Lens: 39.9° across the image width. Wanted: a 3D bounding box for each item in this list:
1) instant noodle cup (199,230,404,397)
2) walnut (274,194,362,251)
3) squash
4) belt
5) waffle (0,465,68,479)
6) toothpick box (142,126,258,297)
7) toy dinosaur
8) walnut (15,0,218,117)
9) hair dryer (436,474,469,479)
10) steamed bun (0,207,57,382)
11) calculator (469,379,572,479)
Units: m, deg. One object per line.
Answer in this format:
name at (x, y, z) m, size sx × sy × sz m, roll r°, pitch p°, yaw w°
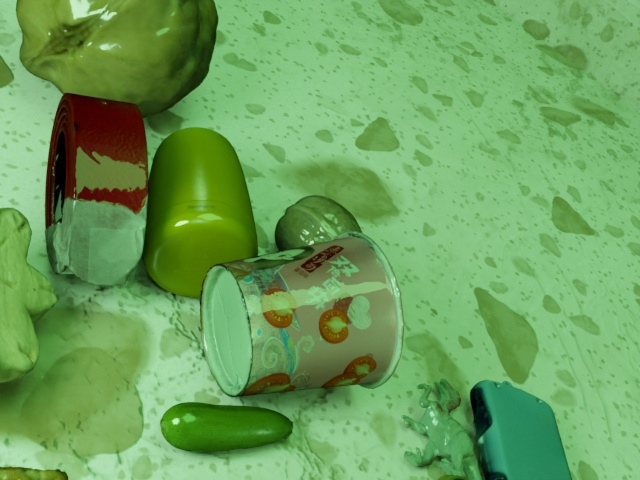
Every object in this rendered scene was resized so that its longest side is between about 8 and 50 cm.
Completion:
instant noodle cup at (-0.036, 0.113, 1.290) m, size 0.231 × 0.243 × 0.243 m, roll -6°, pitch 51°, yaw -29°
walnut at (0.000, 0.000, 1.502) m, size 0.162 × 0.140 × 0.140 m, roll 48°, pitch 41°, yaw 5°
squash at (-0.126, 0.256, 1.210) m, size 0.201 × 0.066 × 0.066 m, roll 9°, pitch 43°, yaw -34°
belt at (-0.335, -0.079, 1.302) m, size 0.115 × 0.227 × 0.324 m, roll 5°, pitch 44°, yaw -25°
waffle at (-0.377, 0.330, 0.876) m, size 0.308 × 0.091 × 0.213 m, roll 19°, pitch 36°, yaw -46°
toothpick box at (-0.196, -0.057, 1.412) m, size 0.175 × 0.175 × 0.271 m, roll 12°, pitch 39°, yaw -21°
toy dinosaur at (0.212, 0.323, 1.351) m, size 0.167 × 0.053 × 0.242 m, roll -10°, pitch 49°, yaw -44°
walnut at (-0.349, -0.393, 1.568) m, size 0.384 × 0.383 × 0.383 m, roll 17°, pitch 41°, yaw -16°
hair dryer at (0.233, 0.414, 1.222) m, size 0.279 × 0.135 × 0.090 m, roll 25°, pitch 39°, yaw -23°
steamed bun at (-0.465, 0.059, 1.102) m, size 0.292 × 0.137 × 0.295 m, roll 10°, pitch 62°, yaw -66°
calculator at (0.319, 0.340, 1.390) m, size 0.173 × 0.051 × 0.293 m, roll 22°, pitch 39°, yaw -22°
